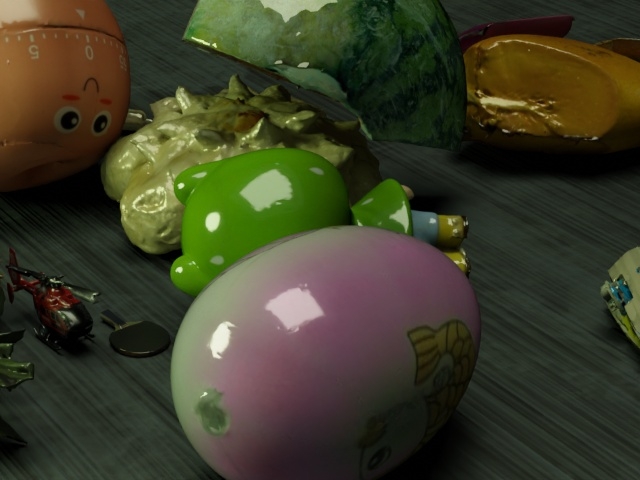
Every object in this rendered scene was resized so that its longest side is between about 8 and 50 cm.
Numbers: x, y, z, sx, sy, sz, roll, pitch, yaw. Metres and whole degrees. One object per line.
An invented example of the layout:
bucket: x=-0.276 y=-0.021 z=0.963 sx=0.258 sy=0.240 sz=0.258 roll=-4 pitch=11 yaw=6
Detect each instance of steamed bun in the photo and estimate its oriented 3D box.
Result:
steamed bun: x=-0.079 y=-0.086 z=1.629 sx=0.292 sy=0.137 sz=0.295 roll=7 pitch=29 yaw=19

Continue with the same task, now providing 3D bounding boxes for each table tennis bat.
table tennis bat: x=-0.166 y=0.080 z=1.436 sx=0.050 sy=0.007 sz=0.083 roll=-22 pitch=35 yaw=-35

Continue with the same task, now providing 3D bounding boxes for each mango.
mango: x=0.265 y=-0.153 z=1.754 sx=0.252 sy=0.126 sz=0.154 roll=4 pitch=6 yaw=-9

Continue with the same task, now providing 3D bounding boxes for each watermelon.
watermelon: x=0.026 y=-0.186 z=1.596 sx=0.305 sy=0.180 sz=0.224 roll=25 pitch=55 yaw=-8

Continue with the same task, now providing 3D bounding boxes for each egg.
egg: x=0.010 y=0.081 z=1.215 sx=0.196 sy=0.196 sz=0.271 roll=15 pitch=37 yaw=30

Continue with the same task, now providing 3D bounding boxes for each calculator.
calculator: x=0.185 y=-0.212 z=1.858 sx=0.127 sy=0.034 sz=0.190 roll=-11 pitch=-11 yaw=-31

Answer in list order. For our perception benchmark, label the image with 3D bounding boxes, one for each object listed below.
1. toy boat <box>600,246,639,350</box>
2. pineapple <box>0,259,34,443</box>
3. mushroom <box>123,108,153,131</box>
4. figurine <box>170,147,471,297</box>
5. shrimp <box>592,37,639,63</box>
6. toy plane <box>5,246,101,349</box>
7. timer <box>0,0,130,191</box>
toy boat: x=0.294 y=0.075 z=1.370 sx=0.084 sy=0.066 sz=0.210 roll=-32 pitch=34 yaw=12
pineapple: x=-0.301 y=0.073 z=1.352 sx=0.130 sy=0.119 sz=0.277 roll=36 pitch=12 yaw=-28
mushroom: x=-0.275 y=-0.142 z=1.839 sx=0.187 sy=0.061 sz=0.060 roll=0 pitch=21 yaw=-6
figurine: x=0.000 y=0.000 z=1.442 sx=0.263 sy=0.162 sz=0.143 roll=5 pitch=-16 yaw=-11
shrimp: x=0.347 y=-0.193 z=1.838 sx=0.187 sy=0.132 sz=0.051 roll=0 pitch=52 yaw=31
toy plane: x=-0.237 y=0.052 z=1.437 sx=0.037 sy=0.060 sz=0.145 roll=-21 pitch=31 yaw=-34
timer: x=-0.306 y=-0.165 z=1.672 sx=0.230 sy=0.215 sz=0.229 roll=-11 pitch=-5 yaw=-1
